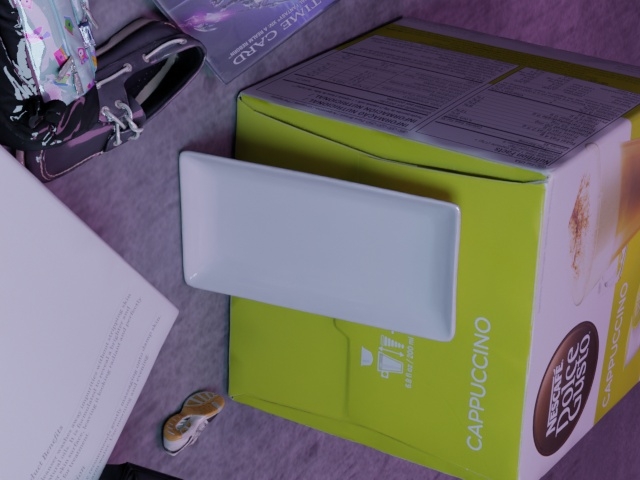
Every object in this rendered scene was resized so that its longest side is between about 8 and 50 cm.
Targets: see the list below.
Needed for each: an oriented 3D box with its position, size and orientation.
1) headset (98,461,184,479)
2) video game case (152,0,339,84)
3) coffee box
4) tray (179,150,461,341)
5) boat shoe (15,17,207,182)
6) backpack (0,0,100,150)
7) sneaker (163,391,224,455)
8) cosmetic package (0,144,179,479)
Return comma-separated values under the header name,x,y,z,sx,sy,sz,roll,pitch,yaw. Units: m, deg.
name,x,y,z,sx,sy,sz,roll,pitch,yaw
headset,-0.156,0.306,1.519,0.394,0.185,0.243,-176,-75,-77
video game case,-0.062,-0.258,1.565,0.196,0.026,0.274,-36,149,3
coffee box,0.137,0.001,1.840,0.334,0.338,0.337,-31,131,-51
tray,0.000,0.000,1.673,0.030,0.270,0.145,-49,146,-54
boat shoe,-0.170,-0.114,1.513,0.206,0.065,0.075,-48,144,-38
backpack,-0.233,-0.163,1.311,0.115,0.152,0.182,-41,127,-53
sneaker,-0.127,0.179,1.801,0.083,0.032,0.037,-35,149,-42
cosmetic package,-0.277,0.050,1.322,0.217,0.156,0.385,-64,150,-16
